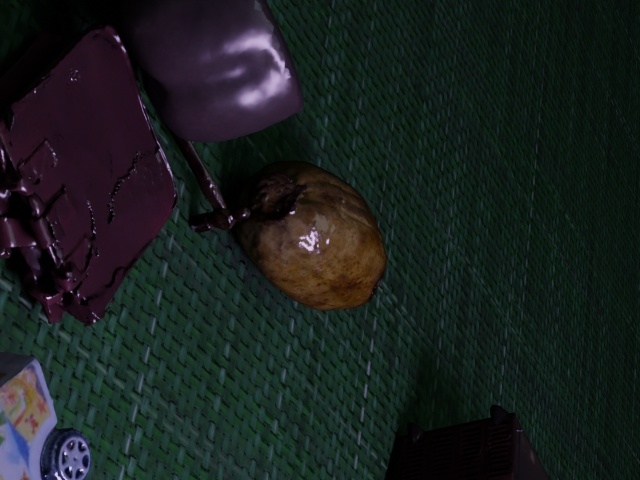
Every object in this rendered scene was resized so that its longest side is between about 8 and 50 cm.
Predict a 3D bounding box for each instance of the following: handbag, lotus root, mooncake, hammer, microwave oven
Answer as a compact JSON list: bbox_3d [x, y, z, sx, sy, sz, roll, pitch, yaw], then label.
[{"bbox_3d":[-0.217,-0.059,1.433,0.203,0.074,0.216,68,31,-29],"label":"handbag"},{"bbox_3d":[0.000,0.000,1.811,0.260,0.128,0.145,38,41,-58],"label":"lotus root"},{"bbox_3d":[-0.113,-0.202,1.523,0.245,0.133,0.245,158,-90,-88],"label":"mooncake"},{"bbox_3d":[-0.134,-0.086,1.651,0.178,0.065,0.021,62,28,-19],"label":"hammer"},{"bbox_3d":[0.198,0.359,2.081,0.247,0.188,0.178,59,29,-35],"label":"microwave oven"}]

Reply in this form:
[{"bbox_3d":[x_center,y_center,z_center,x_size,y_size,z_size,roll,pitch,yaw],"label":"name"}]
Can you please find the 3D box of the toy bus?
[{"bbox_3d":[-0.233,0.254,1.289,0.136,0.109,0.329,-41,121,-49],"label":"toy bus"}]
